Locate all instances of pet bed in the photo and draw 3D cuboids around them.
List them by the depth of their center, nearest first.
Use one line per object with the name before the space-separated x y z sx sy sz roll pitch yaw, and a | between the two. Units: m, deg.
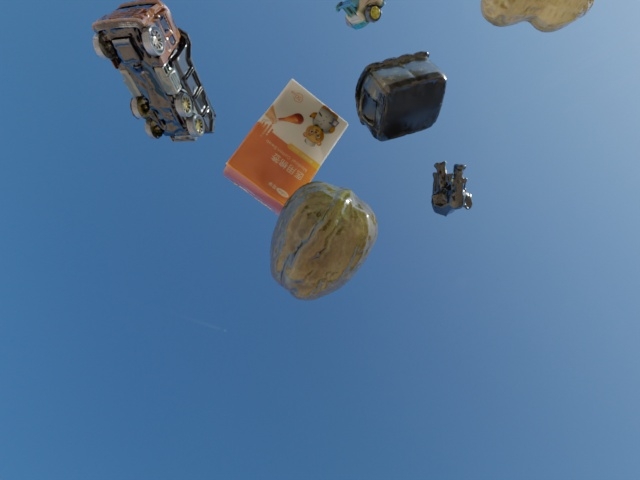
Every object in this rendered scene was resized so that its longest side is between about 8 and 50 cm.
pet bed | 0.202 -0.391 1.136 0.210 0.183 0.159 -20 -125 -15

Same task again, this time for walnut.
walnut | 0.000 0.000 0.997 0.227 0.283 0.283 31 -84 -2

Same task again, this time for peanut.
peanut | 0.363 -0.397 0.719 0.186 0.082 0.082 4 -85 -4

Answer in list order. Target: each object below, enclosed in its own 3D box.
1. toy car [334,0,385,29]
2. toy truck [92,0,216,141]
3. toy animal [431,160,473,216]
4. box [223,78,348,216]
toy car | 0.130 -0.705 1.240 0.098 0.126 0.162 30 -90 -37
toy truck | -0.214 -0.218 0.580 0.083 0.192 0.092 2 -128 15
toy animal | 0.380 -0.148 1.235 0.114 0.245 0.146 1 -99 15
box | -0.106 -0.269 1.283 0.225 0.143 0.341 36 -107 -10
